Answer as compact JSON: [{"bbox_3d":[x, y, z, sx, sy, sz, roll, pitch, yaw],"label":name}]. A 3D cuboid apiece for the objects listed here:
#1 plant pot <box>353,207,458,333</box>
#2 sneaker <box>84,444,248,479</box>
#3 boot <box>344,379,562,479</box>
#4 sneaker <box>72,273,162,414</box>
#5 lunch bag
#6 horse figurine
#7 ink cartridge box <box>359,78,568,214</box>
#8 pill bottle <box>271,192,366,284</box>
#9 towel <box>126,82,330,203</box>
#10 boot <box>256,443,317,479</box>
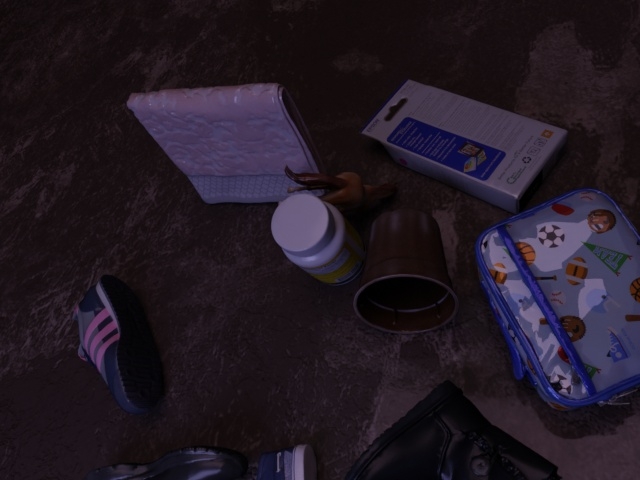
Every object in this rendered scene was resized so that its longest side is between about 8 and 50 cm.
[{"bbox_3d":[0.142,0.045,0.957,0.167,0.167,0.165,-8,47,16],"label":"plant pot"},{"bbox_3d":[-0.240,0.405,0.899,0.286,0.109,0.130,-20,62,16],"label":"sneaker"},{"bbox_3d":[0.175,0.337,0.775,0.246,0.094,0.207,-38,48,-15],"label":"boot"},{"bbox_3d":[-0.399,0.218,1.088,0.131,0.112,0.319,-42,48,12],"label":"sneaker"},{"bbox_3d":[0.371,0.091,0.827,0.243,0.115,0.303,-23,66,2],"label":"lunch bag"},{"bbox_3d":[0.031,-0.087,1.051,0.174,0.263,0.066,-9,80,22],"label":"horse figurine"},{"bbox_3d":[0.273,-0.199,1.125,0.371,0.069,0.176,31,73,32],"label":"ink cartridge box"},{"bbox_3d":[0.000,0.000,0.989,0.119,0.208,0.119,-6,71,18],"label":"pill bottle"},{"bbox_3d":[-0.168,-0.178,1.121,0.332,0.317,0.053,3,58,24],"label":"towel"},{"bbox_3d":[-0.052,0.405,0.842,0.086,0.069,0.190,-17,44,18],"label":"boot"}]
